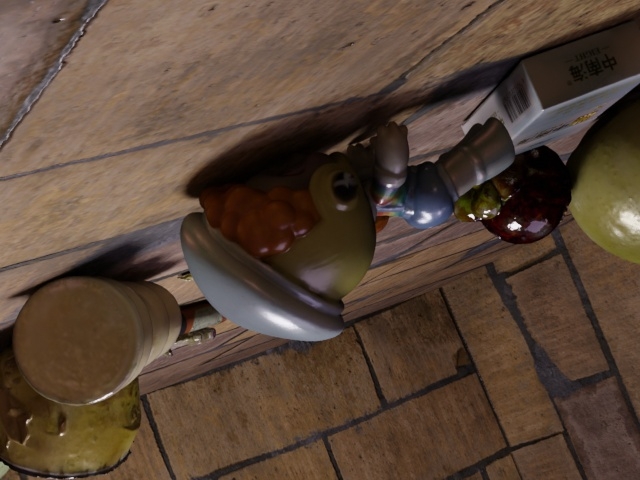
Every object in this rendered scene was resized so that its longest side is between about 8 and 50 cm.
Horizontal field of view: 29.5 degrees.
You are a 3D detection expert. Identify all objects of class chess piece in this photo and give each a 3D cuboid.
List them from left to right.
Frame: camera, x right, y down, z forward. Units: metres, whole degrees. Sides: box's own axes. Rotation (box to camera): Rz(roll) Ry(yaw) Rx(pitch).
[{"bbox_3d":[-0.272,0.114,1.620,0.167,0.167,0.299,-24,179,11],"label":"chess piece"}]

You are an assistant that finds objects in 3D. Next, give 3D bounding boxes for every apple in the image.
[{"bbox_3d":[0.532,-0.100,1.909,0.292,0.254,0.292,-35,178,-1],"label":"apple"}]

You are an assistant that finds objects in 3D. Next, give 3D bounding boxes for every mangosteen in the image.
[{"bbox_3d":[0.294,-0.076,1.878,0.184,0.173,0.172,3,176,10],"label":"mangosteen"}]

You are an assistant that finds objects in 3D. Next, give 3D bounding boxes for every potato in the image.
[{"bbox_3d":[-0.385,0.211,1.813,0.246,0.196,0.299,6,-171,-30],"label":"potato"}]

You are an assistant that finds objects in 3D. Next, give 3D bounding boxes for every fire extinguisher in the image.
[{"bbox_3d":[-0.220,0.141,2.250,0.177,0.050,0.062,-12,149,-51],"label":"fire extinguisher"}]

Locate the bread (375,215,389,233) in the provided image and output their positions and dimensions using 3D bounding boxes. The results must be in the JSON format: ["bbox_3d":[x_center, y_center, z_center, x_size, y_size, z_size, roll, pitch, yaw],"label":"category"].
[{"bbox_3d":[-0.009,-0.020,1.538,0.199,0.104,0.199,-24,174,-3],"label":"bread"}]

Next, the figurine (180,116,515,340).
[{"bbox_3d":[0.044,-0.020,1.330,0.381,0.205,0.224,-24,-176,0],"label":"figurine"}]

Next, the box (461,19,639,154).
[{"bbox_3d":[0.278,-0.169,1.460,0.155,0.067,0.243,-19,171,-12],"label":"box"}]

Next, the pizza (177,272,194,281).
[{"bbox_3d":[-0.173,0.053,1.874,0.108,0.026,0.123,-15,170,-31],"label":"pizza"}]

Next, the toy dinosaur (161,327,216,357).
[{"bbox_3d":[-0.319,0.206,2.331,0.199,0.072,0.251,-16,171,-33],"label":"toy dinosaur"}]

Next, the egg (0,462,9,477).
[{"bbox_3d":[-0.577,0.319,2.006,0.177,0.177,0.228,-25,-174,19],"label":"egg"}]
